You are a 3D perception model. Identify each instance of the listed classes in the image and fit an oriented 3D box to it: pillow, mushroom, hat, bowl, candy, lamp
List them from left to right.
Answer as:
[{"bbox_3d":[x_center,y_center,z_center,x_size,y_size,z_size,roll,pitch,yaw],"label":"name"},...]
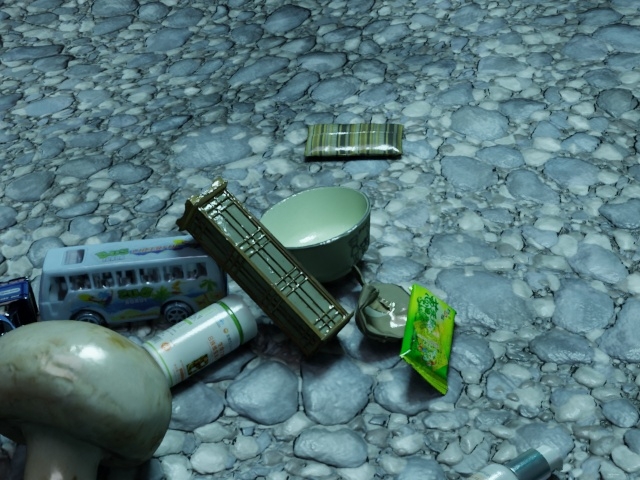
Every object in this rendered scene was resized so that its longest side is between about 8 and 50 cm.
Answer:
[{"bbox_3d":[-0.370,0.266,1.617,0.297,0.297,0.290,6,63,16],"label":"mushroom"},{"bbox_3d":[-0.094,0.047,1.853,0.325,0.090,0.089,45,54,7],"label":"lamp"},{"bbox_3d":[0.000,0.000,1.988,0.211,0.112,0.211,-13,29,7],"label":"bowl"},{"bbox_3d":[0.070,-0.209,2.312,0.203,0.038,0.113,-1,39,6],"label":"pillow"},{"bbox_3d":[0.099,0.114,1.893,0.147,0.085,0.175,25,9,-23],"label":"hat"},{"bbox_3d":[0.175,0.154,1.801,0.102,0.032,0.178,34,41,-18],"label":"candy"}]

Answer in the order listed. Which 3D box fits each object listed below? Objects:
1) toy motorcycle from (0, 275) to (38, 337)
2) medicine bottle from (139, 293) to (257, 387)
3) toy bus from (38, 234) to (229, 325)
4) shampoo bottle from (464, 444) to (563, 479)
[{"bbox_3d":[-0.662,0.175,1.893,0.358,0.125,0.212,-12,30,-9],"label":"toy motorcycle"},{"bbox_3d":[-0.201,0.166,1.848,0.183,0.086,0.086,-30,44,-25],"label":"medicine bottle"},{"bbox_3d":[-0.328,0.073,1.945,0.330,0.136,0.109,-6,36,0],"label":"toy bus"},{"bbox_3d":[0.256,0.343,1.564,0.192,0.074,0.074,-28,43,-23],"label":"shampoo bottle"}]
